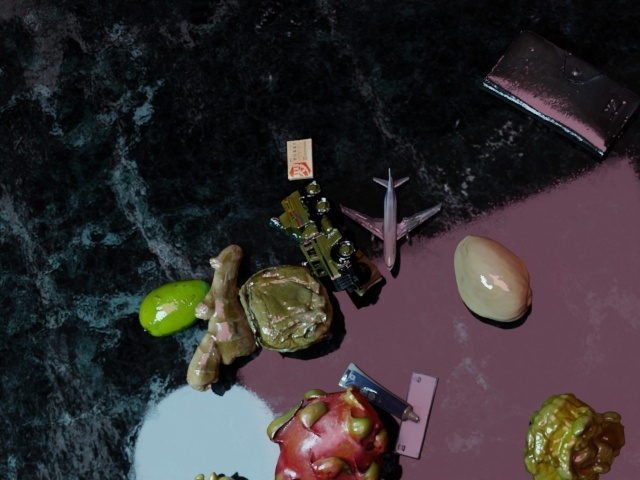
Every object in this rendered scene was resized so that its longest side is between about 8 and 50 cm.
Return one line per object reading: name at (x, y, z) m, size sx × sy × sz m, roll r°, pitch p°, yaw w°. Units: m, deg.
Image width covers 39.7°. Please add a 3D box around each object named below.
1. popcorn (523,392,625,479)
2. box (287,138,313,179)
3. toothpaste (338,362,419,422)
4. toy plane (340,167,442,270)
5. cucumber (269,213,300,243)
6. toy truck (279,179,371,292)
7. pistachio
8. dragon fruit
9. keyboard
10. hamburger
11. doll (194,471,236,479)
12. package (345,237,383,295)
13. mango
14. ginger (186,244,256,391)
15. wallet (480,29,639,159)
popcorn at (0.481, 0.393, 1.695) m, size 0.156 × 0.197 × 0.197 m, roll 28°, pitch 83°, yaw 47°
box at (-0.046, -0.187, 2.050) m, size 0.058 × 0.015 × 0.093 m, roll -5°, pitch 74°, yaw 10°
toothpaste at (0.126, 0.327, 1.864) m, size 0.197 × 0.035 × 0.057 m, roll 29°, pitch 86°, yaw 30°
toy plane at (0.153, -0.042, 1.946) m, size 0.226 × 0.058 × 0.226 m, roll -1°, pitch 79°, yaw 9°
cucumber at (-0.053, -0.015, 1.999) m, size 0.133 × 0.032 × 0.032 m, roll 31°, pitch 84°, yaw 17°
toy truck at (0.005, -0.001, 1.896) m, size 0.127 × 0.127 × 0.257 m, roll -31°, pitch 54°, yaw -3°
pistachio at (0.351, 0.080, 1.838) m, size 0.145 × 0.117 × 0.200 m, roll -43°, pitch 70°, yaw 5°
dragon fruit at (0.014, 0.436, 1.771) m, size 0.243 × 0.227 × 0.307 m, roll -1°, pitch 113°, yaw -3°
keyboard at (0.199, 0.364, 1.853) m, size 0.055 × 0.014 × 0.176 m, roll 12°, pitch 79°, yaw 15°
hamburger at (-0.071, 0.150, 1.921) m, size 0.183 × 0.130 × 0.206 m, roll -16°, pitch 59°, yaw -7°
doll at (-0.148, 0.585, 1.837) m, size 0.291 × 0.086 × 0.117 m, roll 32°, pitch 111°, yaw 16°
package at (0.071, 0.056, 1.943) m, size 0.071 × 0.047 × 0.131 m, roll -44°, pitch 51°, yaw -3°
mango at (-0.323, 0.144, 1.986) m, size 0.178 × 0.100 × 0.119 m, roll -28°, pitch 67°, yaw -7°
ginger at (-0.210, 0.167, 1.952) m, size 0.148 × 0.081 × 0.333 m, roll 3°, pitch 76°, yaw -6°
wallet at (0.529, -0.325, 1.940) m, size 0.318 × 0.045 × 0.172 m, roll 36°, pitch 88°, yaw 17°
